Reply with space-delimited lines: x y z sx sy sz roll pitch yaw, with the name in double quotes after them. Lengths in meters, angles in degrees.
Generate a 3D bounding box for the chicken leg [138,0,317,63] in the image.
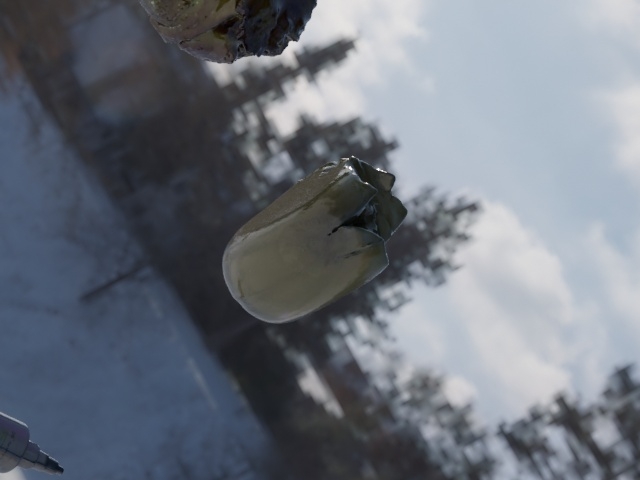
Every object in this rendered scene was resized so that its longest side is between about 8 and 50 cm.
-0.127 -0.250 1.676 0.211 0.140 0.361 40 14 29 "chicken leg"

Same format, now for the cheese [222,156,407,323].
0.000 0.000 1.548 0.091 0.175 0.202 54 -7 -9 "cheese"

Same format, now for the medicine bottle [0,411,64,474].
-0.335 0.196 1.818 0.199 0.057 0.057 32 10 -36 "medicine bottle"
